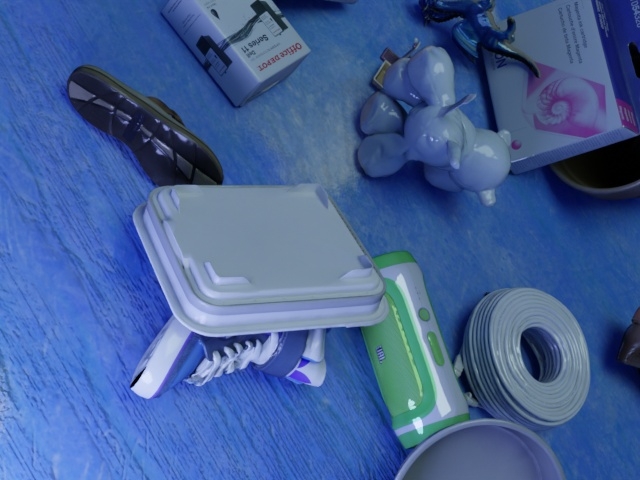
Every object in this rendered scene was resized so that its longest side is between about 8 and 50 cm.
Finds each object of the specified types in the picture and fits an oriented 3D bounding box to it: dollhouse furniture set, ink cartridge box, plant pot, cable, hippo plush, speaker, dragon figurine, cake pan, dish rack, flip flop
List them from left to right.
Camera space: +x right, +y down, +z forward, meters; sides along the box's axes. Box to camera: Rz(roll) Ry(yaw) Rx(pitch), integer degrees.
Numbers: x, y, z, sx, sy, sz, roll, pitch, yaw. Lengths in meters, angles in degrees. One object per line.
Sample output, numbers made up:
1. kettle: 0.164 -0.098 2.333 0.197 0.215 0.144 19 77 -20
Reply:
1. flip flop: -0.256 -0.170 1.515 0.277 0.112 0.080 38 36 -8
2. ink cartridge box: -0.139 -0.350 1.688 0.208 0.087 0.153 51 49 -3
3. dish rack: -0.076 0.007 1.426 0.332 0.072 0.286 -3 43 -30
4. dollhouse furniture set: 0.159 -0.323 1.891 0.091 0.081 0.114 41 50 -12
5. speaker: 0.138 0.172 1.595 0.131 0.131 0.297 -6 71 -37
6. hippo plush: 0.236 -0.196 1.771 0.236 0.294 0.234 20 79 -36
7. cake pan: 0.227 0.401 1.502 0.293 0.054 0.293 -2 98 -15
8. dragon figurine: 0.311 -0.408 2.004 0.289 0.144 0.085 56 5 3
9. cable: 0.361 0.202 1.755 0.257 0.089 0.257 31 57 -21
10. ink cartridge box: 0.497 -0.329 1.984 0.071 0.330 0.324 32 46 -55
11. plant pot: 0.666 -0.214 2.077 0.280 0.323 0.323 19 56 -45

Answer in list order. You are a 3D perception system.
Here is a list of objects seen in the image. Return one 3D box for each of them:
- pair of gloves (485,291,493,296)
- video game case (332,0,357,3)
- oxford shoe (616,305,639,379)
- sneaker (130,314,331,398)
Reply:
1. pair of gloves: 0.321 0.136 1.821 0.074 0.010 0.083 36 50 -15
2. video game case: -0.090 -0.563 1.802 0.329 0.036 0.300 -11 69 -53
3. oxford shoe: 0.708 0.278 1.980 0.363 0.130 0.133 39 83 -22
4. sneaker: -0.097 0.155 1.430 0.236 0.130 0.323 39 44 -6
